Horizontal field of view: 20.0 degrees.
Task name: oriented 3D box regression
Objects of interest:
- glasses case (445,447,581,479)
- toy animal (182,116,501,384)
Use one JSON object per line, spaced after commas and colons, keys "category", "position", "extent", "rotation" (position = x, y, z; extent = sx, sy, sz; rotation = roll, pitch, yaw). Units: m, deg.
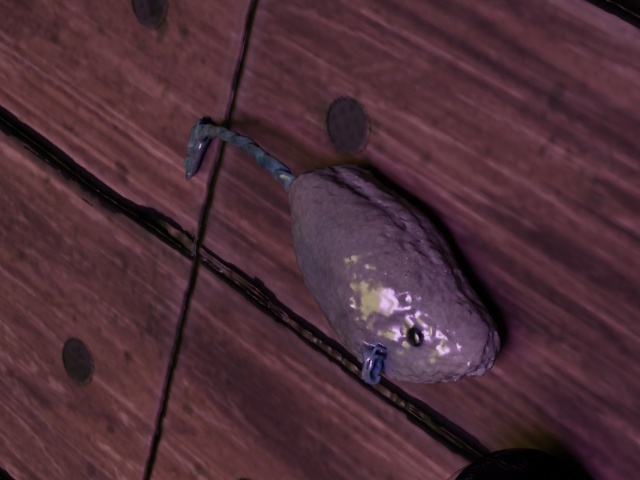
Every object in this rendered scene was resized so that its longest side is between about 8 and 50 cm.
{"category": "glasses case", "position": [0.126, 0.250, 0.847], "extent": [0.075, 0.122, 0.314], "rotation": [-22, 86, 40]}
{"category": "toy animal", "position": [-0.003, -0.008, 0.952], "extent": [0.253, 0.070, 0.079], "rotation": [40, 109, 34]}
